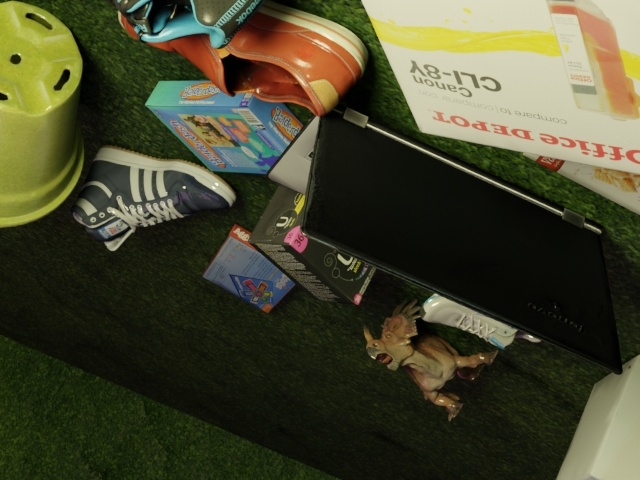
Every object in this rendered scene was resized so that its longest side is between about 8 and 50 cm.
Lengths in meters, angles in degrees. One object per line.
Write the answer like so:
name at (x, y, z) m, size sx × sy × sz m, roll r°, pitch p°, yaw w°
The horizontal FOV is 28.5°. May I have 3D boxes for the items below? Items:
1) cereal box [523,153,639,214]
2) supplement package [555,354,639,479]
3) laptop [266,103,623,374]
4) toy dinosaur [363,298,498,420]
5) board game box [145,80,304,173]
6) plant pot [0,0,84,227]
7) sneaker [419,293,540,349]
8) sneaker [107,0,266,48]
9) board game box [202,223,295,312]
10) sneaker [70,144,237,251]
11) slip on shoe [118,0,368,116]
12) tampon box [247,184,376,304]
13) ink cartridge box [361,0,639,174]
cereal box at (0.346, -0.085, 1.320) m, size 0.240 × 0.047 × 0.173 m, roll 26°, pitch 159°, yaw 3°
supplement package at (0.519, 0.333, 1.864) m, size 0.262 × 0.199 × 0.198 m, roll 27°, pitch 160°, yaw 2°
laptop at (0.124, 0.022, 1.517) m, size 0.381 × 0.236 × 0.408 m, roll 24°, pitch 158°, yaw -10°
toy dinosaur at (0.168, 0.190, 2.086) m, size 0.200 × 0.127 × 0.296 m, roll 33°, pitch 172°, yaw 7°
board game box at (-0.116, -0.153, 1.725) m, size 0.210 × 0.047 × 0.160 m, roll 6°, pitch 151°, yaw 42°
plant pot at (-0.449, -0.195, 1.785) m, size 0.276 × 0.276 × 0.254 m, roll 30°, pitch 148°, yaw -6°
sneaker at (0.233, 0.111, 1.760) m, size 0.190 × 0.083 × 0.071 m, roll 1°, pitch 147°, yaw -16°
sneaker at (-0.199, -0.295, 1.373) m, size 0.340 × 0.140 × 0.125 m, roll 13°, pitch 156°, yaw 36°
board game box at (-0.121, 0.054, 2.239) m, size 0.145 × 0.027 × 0.281 m, roll 31°, pitch 159°, yaw -5°
sneaker at (-0.272, -0.052, 2.000) m, size 0.282 × 0.153 × 0.099 m, roll 14°, pitch 156°, yaw 31°
slip on shoe at (-0.107, -0.226, 1.476) m, size 0.331 × 0.101 × 0.123 m, roll 20°, pitch 159°, yaw 24°
tampon box at (0.000, 0.000, 1.835) m, size 0.101 × 0.120 × 0.161 m, roll 3°, pitch 148°, yaw 49°
ink cartridge box at (0.179, -0.232, 1.027) m, size 0.279 × 0.160 × 0.385 m, roll 15°, pitch 156°, yaw 30°
